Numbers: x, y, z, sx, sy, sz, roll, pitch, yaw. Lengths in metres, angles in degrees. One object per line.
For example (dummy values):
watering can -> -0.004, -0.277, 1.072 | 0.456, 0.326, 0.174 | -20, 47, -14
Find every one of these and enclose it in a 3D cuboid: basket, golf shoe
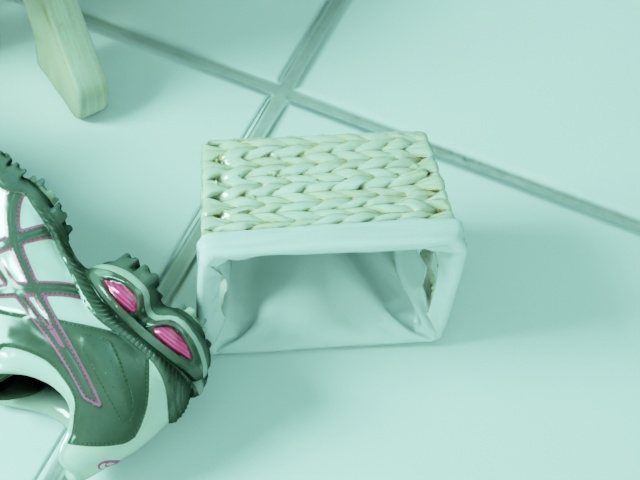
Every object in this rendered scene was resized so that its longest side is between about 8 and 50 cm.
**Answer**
basket -> 0.000, 0.000, 0.781 | 0.167, 0.113, 0.103 | -2, 52, -7
golf shoe -> -0.195, 0.029, 0.748 | 0.273, 0.105, 0.120 | 37, 67, 19

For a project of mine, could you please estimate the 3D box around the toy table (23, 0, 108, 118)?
toy table -> -0.232, -0.227, 0.873 | 0.274, 0.161, 0.252 | -15, 61, -21
